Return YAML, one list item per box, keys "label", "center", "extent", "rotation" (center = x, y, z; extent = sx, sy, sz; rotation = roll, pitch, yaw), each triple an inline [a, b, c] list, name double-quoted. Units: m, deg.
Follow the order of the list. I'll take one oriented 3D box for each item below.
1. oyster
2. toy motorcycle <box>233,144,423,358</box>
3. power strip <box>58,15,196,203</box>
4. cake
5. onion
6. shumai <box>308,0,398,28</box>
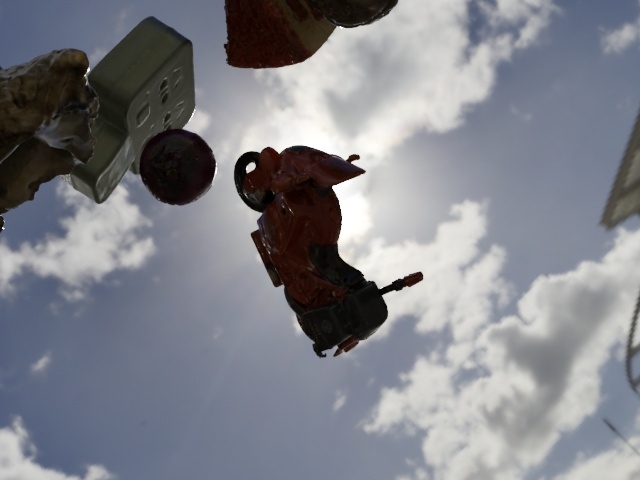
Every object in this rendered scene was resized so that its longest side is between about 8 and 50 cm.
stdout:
- label: "oyster"
  center: [-0.312, -0.082, 0.910]
  extent: [0.166, 0.110, 0.341]
  rotation: [-30, -12, -39]
- label: "toy motorcycle"
  center: [0.000, 0.000, 1.356]
  extent: [0.221, 0.325, 0.148]
  rotation: [-25, 0, 44]
- label: "power strip"
  center: [-0.319, -0.198, 1.488]
  extent: [0.261, 0.141, 0.229]
  rotation: [-52, -11, -22]
- label: "cake"
  center: [-0.059, -0.391, 1.454]
  extent: [0.262, 0.160, 0.158]
  rotation: [89, -157, -46]
- label: "onion"
  center: [-0.211, -0.108, 1.405]
  extent: [0.115, 0.115, 0.104]
  rotation: [-47, 1, 7]
- label: "shumai"
  center: [0.085, -0.415, 1.350]
  extent: [0.185, 0.184, 0.218]
  rotation: [-15, 20, 41]
